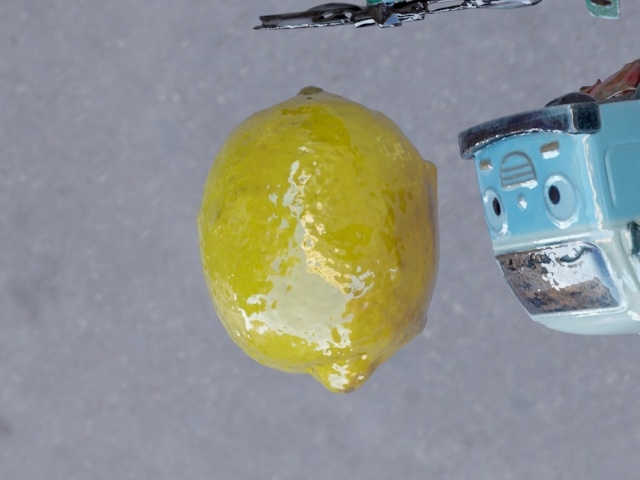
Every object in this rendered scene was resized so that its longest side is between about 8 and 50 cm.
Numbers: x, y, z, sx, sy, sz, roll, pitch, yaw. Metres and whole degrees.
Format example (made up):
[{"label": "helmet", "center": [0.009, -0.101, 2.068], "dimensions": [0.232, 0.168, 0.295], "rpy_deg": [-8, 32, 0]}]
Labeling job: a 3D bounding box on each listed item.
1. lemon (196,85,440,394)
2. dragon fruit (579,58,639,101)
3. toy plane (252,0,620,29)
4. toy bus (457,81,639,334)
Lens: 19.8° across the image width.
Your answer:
[{"label": "lemon", "center": [0.000, 0.000, 1.695], "dimensions": [0.233, 0.233, 0.288], "rpy_deg": [-13, 85, 42]}, {"label": "dragon fruit", "center": [0.325, -0.096, 1.541], "dimensions": [0.218, 0.224, 0.148], "rpy_deg": [13, 132, -13]}, {"label": "toy plane", "center": [0.086, -0.256, 1.563], "dimensions": [0.381, 0.106, 0.155], "rpy_deg": [0, 97, 31]}, {"label": "toy bus", "center": [0.235, -0.023, 1.144], "dimensions": [0.133, 0.271, 0.165], "rpy_deg": [-11, 88, 62]}]
